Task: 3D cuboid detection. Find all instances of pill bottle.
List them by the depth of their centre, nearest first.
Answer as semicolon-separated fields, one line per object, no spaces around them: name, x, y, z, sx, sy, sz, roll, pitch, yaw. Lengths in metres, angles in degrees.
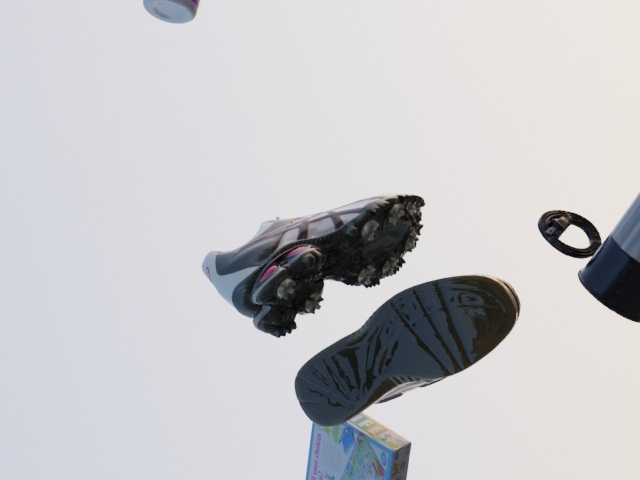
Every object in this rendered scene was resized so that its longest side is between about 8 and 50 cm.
pill bottle;-0.108;-0.214;1.507;0.043;0.043;0.083;55;-137;-60

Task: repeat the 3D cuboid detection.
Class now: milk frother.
milk frother;0.302;-0.018;1.912;0.134;0.143;0.129;-57;-3;19

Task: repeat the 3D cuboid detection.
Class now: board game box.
board game box;0.031;0.234;1.824;0.026;0.103;0.154;-22;-51;-42

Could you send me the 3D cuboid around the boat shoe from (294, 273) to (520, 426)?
boat shoe;0.076;0.082;1.589;0.080;0.223;0.073;60;-148;3

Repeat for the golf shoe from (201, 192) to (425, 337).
golf shoe;0.000;0.000;2.070;0.273;0.120;0.105;-25;-48;-40
